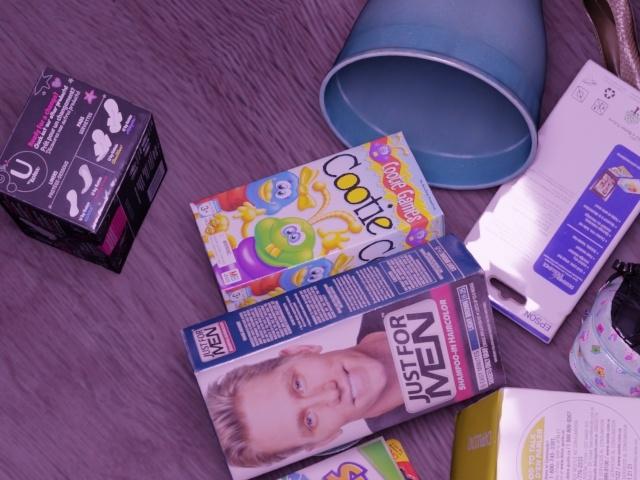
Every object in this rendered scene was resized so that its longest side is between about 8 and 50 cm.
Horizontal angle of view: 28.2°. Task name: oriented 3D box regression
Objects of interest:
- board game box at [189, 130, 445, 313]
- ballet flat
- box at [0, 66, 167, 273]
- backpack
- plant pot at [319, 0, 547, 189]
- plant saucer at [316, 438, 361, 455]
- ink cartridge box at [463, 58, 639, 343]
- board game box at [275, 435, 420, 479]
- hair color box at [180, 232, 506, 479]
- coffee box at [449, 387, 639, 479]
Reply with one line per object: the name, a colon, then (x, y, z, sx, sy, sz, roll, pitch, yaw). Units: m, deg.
board game box: (0.000, 0.000, 1.563, 0.275, 0.142, 0.144, -19, 56, -6)
ballet flat: (0.384, -0.268, 1.691, 0.058, 0.084, 0.250, -17, 85, -7)
box: (-0.286, -0.079, 1.537, 0.142, 0.247, 0.163, 23, 78, 2)
backpack: (0.382, 0.123, 1.553, 0.152, 0.182, 0.115, 37, 122, 9)
plant pot: (0.164, -0.243, 1.596, 0.271, 0.272, 0.255, 18, 62, 2)
plant saucer: (-0.009, 0.173, 1.600, 0.195, 0.037, 0.195, 0, 78, -1)
ink cartridge box: (0.314, -0.049, 1.627, 0.165, 0.065, 0.333, 35, 90, 6)
board game box: (0.006, 0.331, 1.533, 0.259, 0.039, 0.124, -19, 63, -19)
hair color box: (0.030, 0.137, 1.494, 0.347, 0.105, 0.174, -19, 120, -6)
coffee box: (0.323, 0.353, 1.418, 0.334, 0.337, 0.338, 4, 78, -1)
